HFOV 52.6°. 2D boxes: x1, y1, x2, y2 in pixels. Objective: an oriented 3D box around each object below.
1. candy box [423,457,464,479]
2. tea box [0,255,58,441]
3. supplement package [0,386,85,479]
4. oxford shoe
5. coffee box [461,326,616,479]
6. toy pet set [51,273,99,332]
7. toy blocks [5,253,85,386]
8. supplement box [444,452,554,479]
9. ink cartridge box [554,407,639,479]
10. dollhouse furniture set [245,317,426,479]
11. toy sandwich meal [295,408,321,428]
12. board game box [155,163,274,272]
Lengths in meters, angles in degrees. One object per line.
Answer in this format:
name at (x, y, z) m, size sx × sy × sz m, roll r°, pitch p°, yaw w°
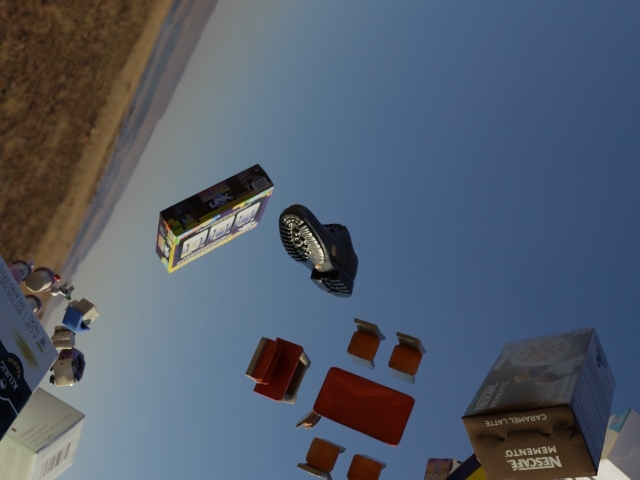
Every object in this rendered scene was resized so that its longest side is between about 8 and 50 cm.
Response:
candy box at (0.317, 0.669, 1.673) m, size 0.165 × 0.070 × 0.196 m, roll 127°, pitch -18°, yaw -69°
tea box at (-0.508, 0.119, 0.685) m, size 0.323 × 0.220 × 0.328 m, roll -76°, pitch 155°, yaw -57°
supplement package at (-0.459, 0.276, 0.951) m, size 0.105 × 0.179 × 0.105 m, roll -39°, pitch 153°, yaw -64°
oxford shoe at (0.000, 0.000, 1.079) m, size 0.083 × 0.227 × 0.096 m, roll 7°, pitch -119°, yaw 29°
coffee box at (0.305, 0.217, 0.882) m, size 0.141 × 0.098 × 0.247 m, roll -19°, pitch -175°, yaw 33°
toy pet set at (-0.530, 0.150, 1.371) m, size 0.065 × 0.114 × 0.122 m, roll -48°, pitch 155°, yaw -31°
toy blocks at (-0.694, 0.184, 1.518) m, size 0.260 × 0.309 × 0.288 m, roll -102°, pitch -174°, yaw -84°
supplement box at (0.421, 0.525, 1.157) m, size 0.195 × 0.194 × 0.356 m, roll -39°, pitch -124°, yaw -4°
ink cartridge box at (0.434, 0.341, 1.014) m, size 0.104 × 0.060 × 0.180 m, roll -44°, pitch 170°, yaw -32°
dollhouse furniture set at (0.021, 0.249, 1.059) m, size 0.261 × 0.259 × 0.135 m, roll -66°, pitch 157°, yaw -17°
toy sandwich meal at (-0.031, 0.495, 1.783) m, size 0.086 × 0.029 × 0.085 m, roll -39°, pitch 177°, yaw -3°
board game box at (-0.163, -0.033, 0.982) m, size 0.170 × 0.048 × 0.141 m, roll -30°, pitch 168°, yaw -27°
